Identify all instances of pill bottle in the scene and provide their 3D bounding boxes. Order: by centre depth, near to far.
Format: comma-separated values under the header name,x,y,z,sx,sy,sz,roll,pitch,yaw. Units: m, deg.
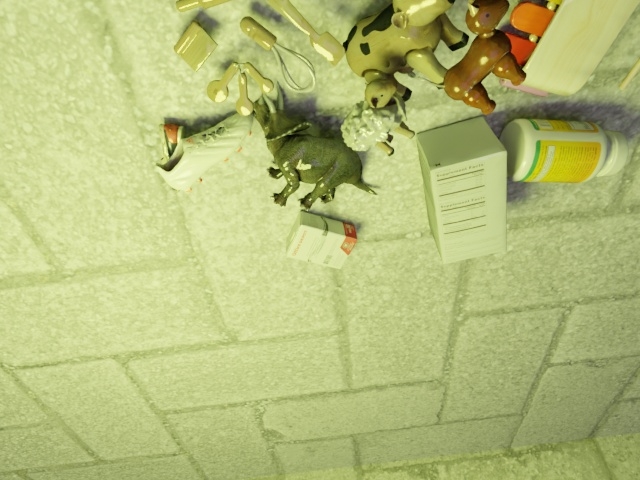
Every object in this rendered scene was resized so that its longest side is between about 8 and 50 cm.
name,x,y,z,sx,sy,sz,roll,pitch,yaw
pill bottle,0.461,-0.169,0.841,0.208,0.118,0.118,0,131,-6

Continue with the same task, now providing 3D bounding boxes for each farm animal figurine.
name,x,y,z,sx,sy,sz,roll,pitch,yaw
farm animal figurine,0.146,-0.322,0.616,0.172,0.331,0.326,26,153,-28

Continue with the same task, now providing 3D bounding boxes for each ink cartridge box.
name,x,y,z,sx,sy,sz,roll,pitch,yaw
ink cartridge box,0.000,0.000,0.987,0.135,0.056,0.099,15,128,-18

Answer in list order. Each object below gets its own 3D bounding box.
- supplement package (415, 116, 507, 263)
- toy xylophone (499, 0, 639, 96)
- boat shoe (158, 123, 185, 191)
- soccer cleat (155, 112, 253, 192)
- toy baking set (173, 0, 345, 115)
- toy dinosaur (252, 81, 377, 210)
name,x,y,z,sx,sy,sz,roll,pitch,yaw
supplement package,0.282,-0.094,0.876,0.133,0.139,0.244,-14,132,8
toy xylophone,0.436,-0.363,0.691,0.236,0.081,0.323,16,128,-18
boat shoe,-0.280,-0.155,0.830,0.043,0.049,0.137,7,128,-7
soccer cleat,-0.204,-0.168,0.785,0.196,0.068,0.076,-41,133,4
toy baking set,-0.100,-0.311,0.691,0.256,0.030,0.197,-16,118,14
toy dinosaur,-0.003,-0.138,0.825,0.313,0.121,0.160,23,132,-20
